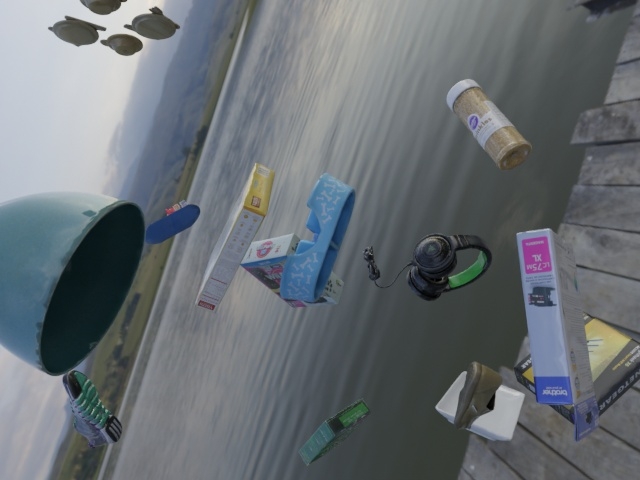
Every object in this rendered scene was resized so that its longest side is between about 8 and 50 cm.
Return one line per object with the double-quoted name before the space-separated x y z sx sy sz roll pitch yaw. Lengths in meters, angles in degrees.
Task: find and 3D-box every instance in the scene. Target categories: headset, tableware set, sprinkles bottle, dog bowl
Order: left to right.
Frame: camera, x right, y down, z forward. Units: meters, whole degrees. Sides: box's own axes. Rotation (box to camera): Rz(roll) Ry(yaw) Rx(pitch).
"tableware set" -0.310 -0.322 0.762 0.169 0.141 0.020 -12 78 38
"dog bowl" 0.000 0.000 1.124 0.166 0.074 0.297 37 -108 -77
"headset" 0.342 0.067 1.620 0.243 0.395 0.185 92 166 -49
"sprinkles bottle" 0.558 -0.393 1.696 0.121 0.121 0.355 -60 42 40

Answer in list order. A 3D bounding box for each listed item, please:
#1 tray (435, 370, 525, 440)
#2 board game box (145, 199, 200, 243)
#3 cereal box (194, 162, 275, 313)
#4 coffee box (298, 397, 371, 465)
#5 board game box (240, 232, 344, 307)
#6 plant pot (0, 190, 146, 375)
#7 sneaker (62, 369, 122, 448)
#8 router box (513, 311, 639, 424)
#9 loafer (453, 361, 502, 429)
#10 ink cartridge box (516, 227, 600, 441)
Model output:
"tray" 0.340 0.347 1.060 0.270 0.145 0.030 -5 -71 -63
"board game box" -0.406 -0.053 1.361 0.169 0.033 0.133 -31 -14 -19
"cereal box" -0.158 -0.005 0.936 0.240 0.047 0.173 -59 16 30
"coffee box" 0.030 0.427 1.122 0.040 0.113 0.184 52 138 24
"board game box" -0.095 0.113 1.738 0.224 0.303 0.097 -11 47 38
"plant pot" -0.438 0.041 0.799 0.290 0.196 0.290 -159 90 -90
"sneaker" -0.600 0.434 1.270 0.098 0.223 0.083 -25 14 8
"router box" 0.791 0.383 1.533 0.309 0.081 0.243 -36 35 -11
"loafer" 0.235 0.242 0.758 0.148 0.050 0.056 89 -158 -44
"ink cartridge box" 0.385 0.148 0.817 0.065 0.186 0.310 -13 73 34
